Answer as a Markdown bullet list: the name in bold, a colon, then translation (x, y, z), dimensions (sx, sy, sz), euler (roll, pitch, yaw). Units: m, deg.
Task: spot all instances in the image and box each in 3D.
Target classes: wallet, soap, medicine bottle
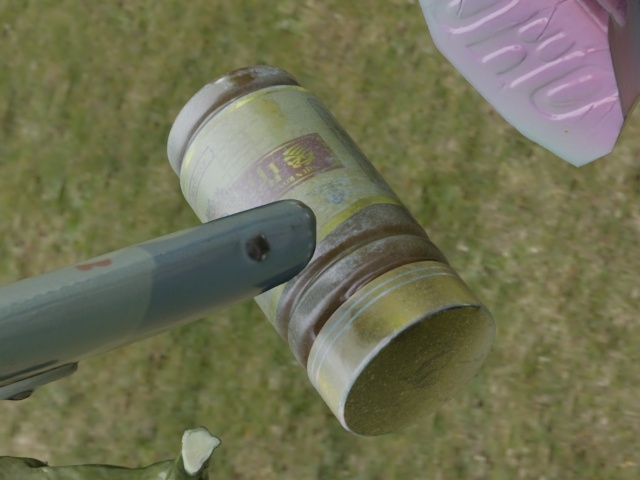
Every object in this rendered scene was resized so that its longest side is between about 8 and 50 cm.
- **wallet**: translation (-0.199, 0.063, 1.184), dimensions (0.252, 0.360, 0.083), euler (-25, 83, 53)
- **soap**: translation (0.228, -0.232, 1.740), dimensions (0.193, 0.324, 0.109), euler (-23, 32, 43)
- **medicine bottle**: translation (0.000, 0.000, 1.414), dimensions (0.151, 0.151, 0.322), euler (-51, 54, 21)

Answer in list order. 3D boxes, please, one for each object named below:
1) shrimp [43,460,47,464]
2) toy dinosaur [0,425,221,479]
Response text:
- **shrimp**: translation (-0.322, 0.236, 1.476), dimensions (0.145, 0.343, 0.116), euler (-45, 34, 39)
- **toy dinosaur**: translation (-0.129, 0.183, 1.022), dimensions (0.447, 0.301, 0.087), euler (0, 73, 1)
